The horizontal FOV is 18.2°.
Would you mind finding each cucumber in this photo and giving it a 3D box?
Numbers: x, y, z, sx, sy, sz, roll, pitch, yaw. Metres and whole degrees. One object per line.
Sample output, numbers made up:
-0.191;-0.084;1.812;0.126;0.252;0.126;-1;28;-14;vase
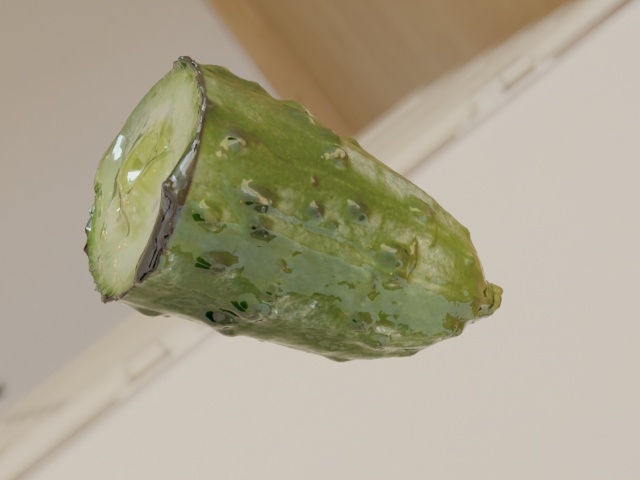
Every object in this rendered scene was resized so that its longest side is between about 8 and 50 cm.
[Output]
0.000;0.003;1.073;0.244;0.134;0.134;18;180;-27;cucumber
